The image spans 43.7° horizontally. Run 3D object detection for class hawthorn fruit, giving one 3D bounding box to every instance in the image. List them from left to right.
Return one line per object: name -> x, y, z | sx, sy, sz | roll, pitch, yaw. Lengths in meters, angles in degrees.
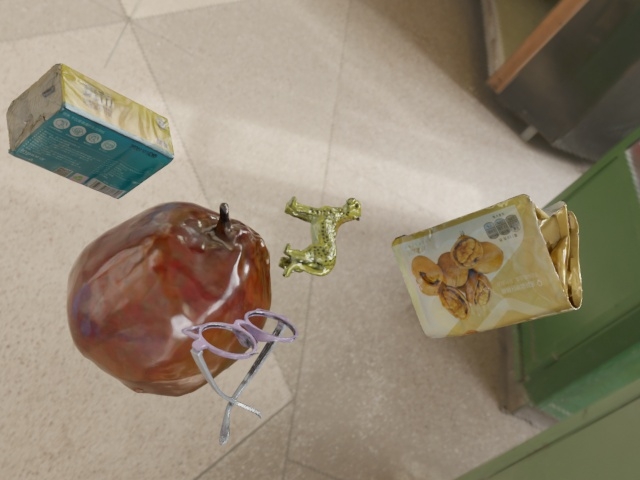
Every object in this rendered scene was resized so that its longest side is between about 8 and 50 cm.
hawthorn fruit -> -0.226, 0.083, 1.249 | 0.308, 0.325, 0.308 | 50, 1, -2

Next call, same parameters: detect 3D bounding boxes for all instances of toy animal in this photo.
toy animal -> 0.000, 0.000, 1.424 | 0.136, 0.073, 0.181 | 12, 58, -10

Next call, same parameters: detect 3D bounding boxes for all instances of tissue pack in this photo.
tissue pack -> -0.285, -0.134, 0.993 | 0.169, 0.120, 0.082 | 25, 44, -46

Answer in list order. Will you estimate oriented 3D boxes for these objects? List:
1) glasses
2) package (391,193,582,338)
glasses -> -0.081, 0.125, 0.740 | 0.062, 0.104, 0.140 | 28, 20, 25
package -> 0.323, 0.041, 1.479 | 0.165, 0.311, 0.221 | -22, 90, -47
